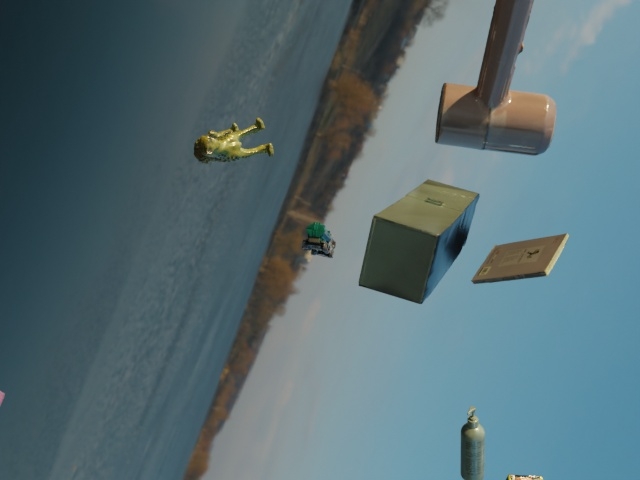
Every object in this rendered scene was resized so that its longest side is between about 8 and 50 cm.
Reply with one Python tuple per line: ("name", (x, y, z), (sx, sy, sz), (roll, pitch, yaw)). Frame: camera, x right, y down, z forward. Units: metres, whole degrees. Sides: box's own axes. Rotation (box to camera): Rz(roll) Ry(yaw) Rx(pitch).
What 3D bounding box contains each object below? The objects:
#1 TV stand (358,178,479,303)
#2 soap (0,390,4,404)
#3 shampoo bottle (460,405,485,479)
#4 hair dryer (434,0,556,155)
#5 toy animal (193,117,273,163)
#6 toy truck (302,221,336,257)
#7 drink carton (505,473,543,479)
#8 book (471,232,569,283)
("TV stand", (0.134, -0.009, 0.907), (0.269, 0.083, 0.088), (-35, 138, -65))
("soap", (-0.550, 0.307, 0.947), (0.081, 0.181, 0.259), (59, 30, -45))
("shampoo bottle", (0.343, 0.452, 1.607), (0.056, 0.056, 0.195), (-75, 163, -65))
("hair dryer", (0.293, -0.276, 1.100), (0.344, 0.189, 0.107), (91, 9, -51))
("toy animal", (-0.184, -0.172, 1.283), (0.181, 0.136, 0.073), (12, -62, 54))
("toy truck", (0.000, 0.000, 1.107), (0.083, 0.039, 0.044), (44, 56, -72))
("drink carton", (0.394, 0.526, 1.338), (0.166, 0.071, 0.056), (-91, -176, -46))
("book", (0.407, 0.038, 1.461), (0.181, 0.014, 0.127), (-12, -151, 49))
